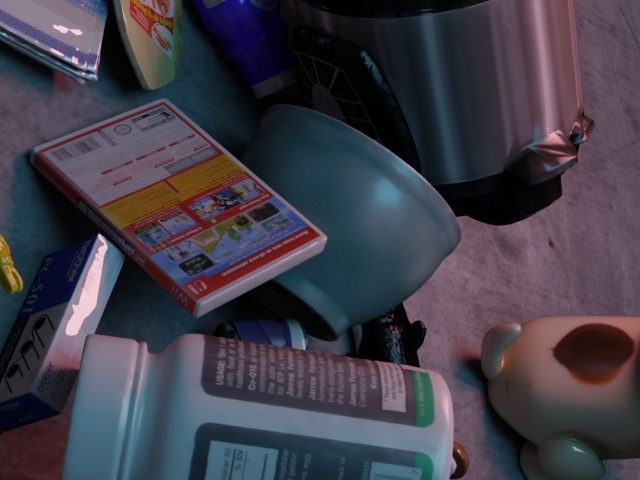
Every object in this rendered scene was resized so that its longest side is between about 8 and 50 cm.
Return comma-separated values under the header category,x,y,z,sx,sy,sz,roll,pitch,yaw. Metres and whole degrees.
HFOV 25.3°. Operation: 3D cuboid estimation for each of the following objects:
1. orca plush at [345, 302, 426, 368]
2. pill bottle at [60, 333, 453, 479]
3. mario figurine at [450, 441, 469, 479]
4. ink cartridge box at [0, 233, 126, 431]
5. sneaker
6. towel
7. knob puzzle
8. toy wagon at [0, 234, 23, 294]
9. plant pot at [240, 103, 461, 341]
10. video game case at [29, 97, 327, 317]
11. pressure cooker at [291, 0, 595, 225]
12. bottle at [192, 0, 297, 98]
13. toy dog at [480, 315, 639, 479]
category,x,y,z,sx,sy,sz,roll,pitch,yaw
orca plush,0.114,0.121,1.953,0.151,0.102,0.287,22,59,-43
pill bottle,-0.065,0.202,1.407,0.361,0.204,0.204,10,62,-7
mario figurine,0.100,0.376,1.780,0.320,0.170,0.198,-30,102,-53
ink cartridge box,-0.282,0.095,1.503,0.046,0.097,0.207,43,46,-30
sneaker,-0.083,0.235,1.705,0.124,0.107,0.283,-1,81,-21
towel,-0.328,-0.340,1.649,0.209,0.034,0.285,26,57,-39
knob puzzle,-0.219,-0.272,1.753,0.213,0.030,0.213,-8,90,-73
toy wagon,-0.431,0.080,1.360,0.344,0.068,0.267,-28,97,-52
plant pot,0.000,0.000,1.762,0.293,0.293,0.196,42,73,-30
video game case,-0.159,-0.045,1.607,0.285,0.025,0.204,41,45,23
pressure cooker,0.168,-0.222,1.893,0.370,0.375,0.420,-73,155,-53
bottle,-0.114,-0.327,1.879,0.118,0.092,0.283,-33,101,-53
toy dog,0.479,0.190,2.110,0.395,0.408,0.284,49,43,-25
